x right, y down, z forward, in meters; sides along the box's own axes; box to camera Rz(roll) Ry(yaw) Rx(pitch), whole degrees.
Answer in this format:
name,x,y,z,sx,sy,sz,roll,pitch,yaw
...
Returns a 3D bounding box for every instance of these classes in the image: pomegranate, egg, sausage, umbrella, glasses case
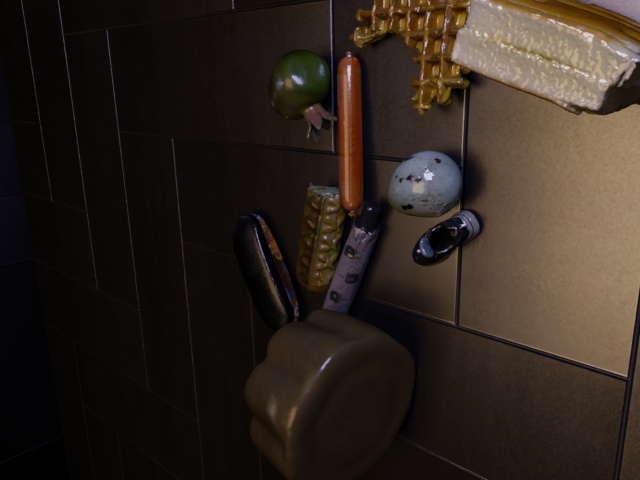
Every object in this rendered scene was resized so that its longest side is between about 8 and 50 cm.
name,x,y,z,sx,sy,sz,roll,pitch,yaw
pomegranate,-0.030,-0.314,1.269,0.191,0.131,0.152,57,154,12
egg,0.196,-0.100,1.114,0.164,0.131,0.131,-36,77,56
sausage,0.064,-0.224,1.245,0.053,0.053,0.347,7,102,44
umbrella,0.070,0.058,1.325,0.067,0.073,0.337,14,120,-6
glasses case,-0.149,0.084,1.543,0.122,0.082,0.320,-28,81,44

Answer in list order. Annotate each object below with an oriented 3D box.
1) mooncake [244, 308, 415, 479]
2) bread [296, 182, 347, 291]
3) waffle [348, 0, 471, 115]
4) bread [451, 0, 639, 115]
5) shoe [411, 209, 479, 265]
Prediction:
name,x,y,z,sx,sy,sz,roll,pitch,yaw
mooncake,0.016,0.339,1.260,0.201,0.379,0.378,22,117,46
bread,0.001,0.000,1.367,0.087,0.098,0.269,-99,16,-64
waffle,0.195,-0.401,1.068,0.293,0.069,0.259,55,131,21
bread,0.360,-0.270,0.824,0.246,0.239,0.111,38,132,32
shoe,0.224,0.006,1.137,0.169,0.099,0.071,-41,76,44
